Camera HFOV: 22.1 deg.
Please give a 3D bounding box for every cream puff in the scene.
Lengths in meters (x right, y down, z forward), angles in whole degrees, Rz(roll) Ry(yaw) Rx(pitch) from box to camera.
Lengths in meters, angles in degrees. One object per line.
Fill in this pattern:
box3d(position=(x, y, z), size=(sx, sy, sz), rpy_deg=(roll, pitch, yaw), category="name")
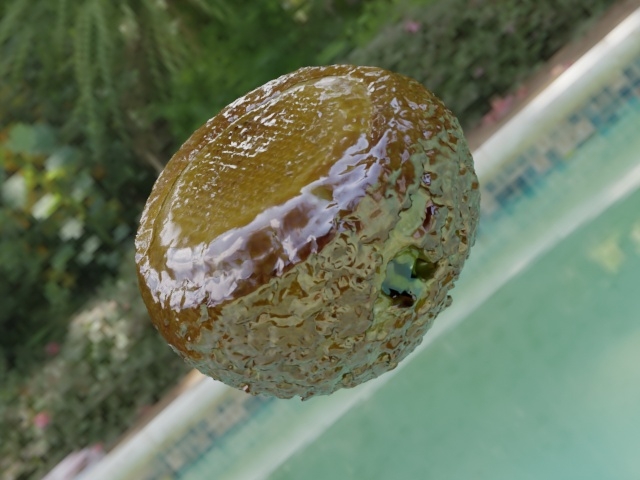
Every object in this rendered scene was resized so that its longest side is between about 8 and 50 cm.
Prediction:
box3d(position=(0.000, 0.000, 1.289), size=(0.303, 0.212, 0.303), rpy_deg=(-29, 31, 20), category="cream puff")
